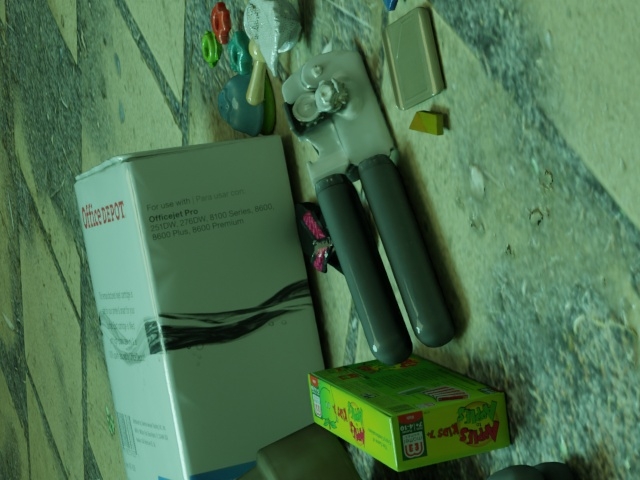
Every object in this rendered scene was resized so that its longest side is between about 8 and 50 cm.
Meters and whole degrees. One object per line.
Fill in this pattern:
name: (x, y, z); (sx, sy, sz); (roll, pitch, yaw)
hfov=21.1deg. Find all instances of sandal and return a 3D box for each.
sandal: (0.000, 0.000, 1.532); (0.179, 0.040, 0.067); (-166, 67, -70)

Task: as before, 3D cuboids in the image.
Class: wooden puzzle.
wooden puzzle: (0.071, -0.136, 1.301); (0.078, 0.014, 0.116); (180, 80, -67)

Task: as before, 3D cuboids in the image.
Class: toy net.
toy net: (-0.058, -0.184, 1.610); (0.232, 0.045, 0.122); (135, 125, -66)

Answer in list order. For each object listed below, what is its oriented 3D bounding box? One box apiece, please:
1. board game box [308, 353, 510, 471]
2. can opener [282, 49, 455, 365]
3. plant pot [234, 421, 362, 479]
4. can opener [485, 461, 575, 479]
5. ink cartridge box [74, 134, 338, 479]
board game box: (0.065, 0.130, 1.332); (0.181, 0.092, 0.043); (-163, 64, -69)
can opener: (0.040, -0.031, 1.384); (0.093, 0.074, 0.280); (43, -155, -59)
plant pot: (-0.064, 0.352, 1.425); (0.323, 0.280, 0.323); (158, 90, -83)
can opener: (0.190, 0.276, 1.115); (0.095, 0.076, 0.284); (-27, 70, 37)
ink cartridge box: (-0.116, 0.106, 1.729); (0.285, 0.166, 0.395); (173, 86, -72)
